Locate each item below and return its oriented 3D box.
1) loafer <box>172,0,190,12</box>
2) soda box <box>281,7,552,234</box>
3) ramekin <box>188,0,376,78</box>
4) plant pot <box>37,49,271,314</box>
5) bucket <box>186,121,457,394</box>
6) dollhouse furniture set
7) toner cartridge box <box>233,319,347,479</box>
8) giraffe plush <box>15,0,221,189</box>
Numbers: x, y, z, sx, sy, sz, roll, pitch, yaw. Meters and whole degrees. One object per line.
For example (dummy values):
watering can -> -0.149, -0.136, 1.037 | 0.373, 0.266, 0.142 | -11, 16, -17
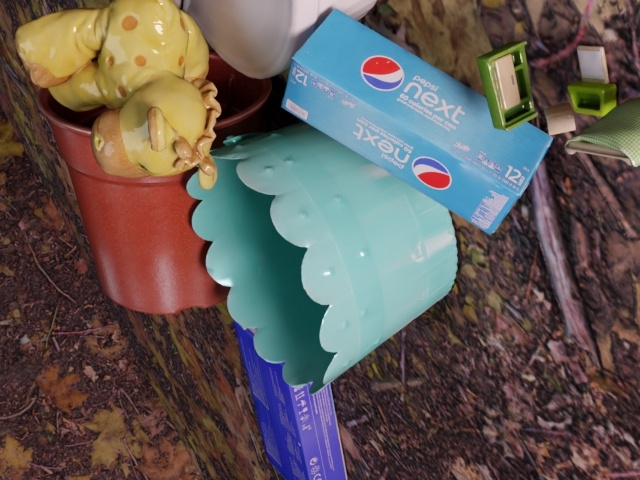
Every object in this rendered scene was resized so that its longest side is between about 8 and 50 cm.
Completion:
loafer -> -0.174, -0.308, 0.760 | 0.096, 0.084, 0.268 | 46, 151, 34
soda box -> 0.076, -0.098, 0.714 | 0.210, 0.071, 0.067 | 33, 151, 6
ramekin -> -0.045, -0.294, 0.780 | 0.273, 0.127, 0.273 | 46, 152, 33
plant pot -> -0.194, -0.069, 1.090 | 0.272, 0.272, 0.265 | 37, 137, 44
bucket -> 0.000, 0.000, 0.930 | 0.281, 0.183, 0.281 | 45, 151, 35
dollhouse furniture set -> 0.178, -0.102, 0.592 | 0.151, 0.076, 0.059 | 24, 136, 56
toner cartridge box -> -0.045, 0.282, 1.453 | 0.165, 0.075, 0.348 | 38, 146, 46
giraffe plush -> -0.154, -0.128, 0.785 | 0.210, 0.181, 0.171 | -28, 71, 38
